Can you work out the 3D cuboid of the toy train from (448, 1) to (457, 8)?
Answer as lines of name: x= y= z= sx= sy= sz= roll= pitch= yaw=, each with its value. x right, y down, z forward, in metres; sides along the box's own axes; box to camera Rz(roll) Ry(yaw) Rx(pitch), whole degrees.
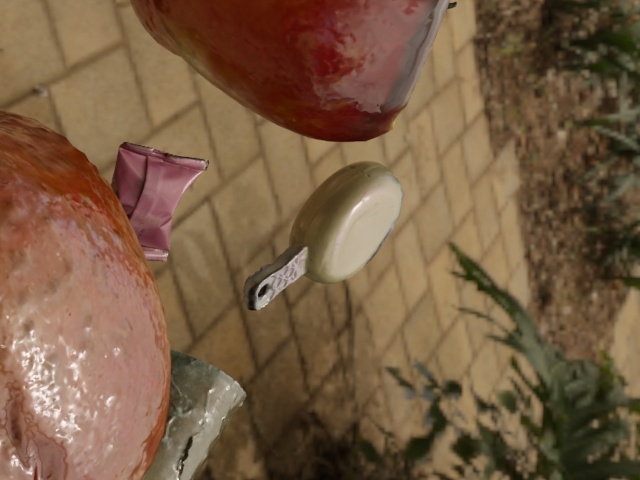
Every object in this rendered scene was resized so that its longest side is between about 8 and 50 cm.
toy train: x=0.034 y=-0.280 z=1.065 sx=0.089 sy=0.219 sz=0.127 roll=-56 pitch=161 yaw=-3

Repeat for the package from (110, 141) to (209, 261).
package: x=-0.110 y=-0.023 z=0.715 sx=0.059 sy=0.029 sz=0.083 roll=10 pitch=120 yaw=-30

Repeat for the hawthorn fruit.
hawthorn fruit: x=-0.134 y=0.057 z=0.407 sx=0.179 sy=0.179 sz=0.200 roll=-35 pitch=104 yaw=-56

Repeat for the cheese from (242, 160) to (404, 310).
cheese: x=0.001 y=0.004 z=0.929 sx=0.171 sy=0.047 sz=0.092 roll=-48 pitch=151 yaw=-18

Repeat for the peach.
peach: x=0.007 y=-0.216 z=0.722 sx=0.245 sy=0.248 sz=0.274 roll=22 pitch=107 yaw=-35

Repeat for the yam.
yam: x=-0.149 y=0.192 z=0.783 sx=0.259 sy=0.093 sz=0.093 roll=-61 pitch=140 yaw=-31
